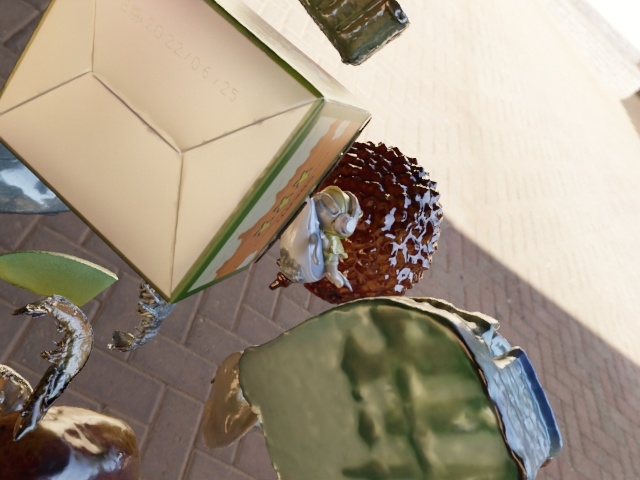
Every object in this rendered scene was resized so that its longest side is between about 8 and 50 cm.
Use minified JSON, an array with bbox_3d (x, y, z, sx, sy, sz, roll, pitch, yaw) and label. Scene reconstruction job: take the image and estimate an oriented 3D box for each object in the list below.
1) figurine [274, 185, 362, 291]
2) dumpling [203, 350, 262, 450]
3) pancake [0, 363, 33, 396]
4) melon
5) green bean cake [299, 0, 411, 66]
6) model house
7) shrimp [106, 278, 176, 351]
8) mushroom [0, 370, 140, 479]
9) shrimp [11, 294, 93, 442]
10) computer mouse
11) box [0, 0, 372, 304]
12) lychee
[{"bbox_3d":[0.000,0.000,1.024,0.128,0.209,0.184,25,61,38],"label":"figurine"},{"bbox_3d":[-0.148,0.344,1.254,0.163,0.293,0.205,20,52,-38],"label":"dumpling"},{"bbox_3d":[-0.630,0.304,1.155,0.152,0.025,0.152,47,10,-11],"label":"pancake"},{"bbox_3d":[-0.546,0.070,1.161,0.261,0.114,0.053,16,19,-33],"label":"melon"},{"bbox_3d":[0.023,-0.309,0.734,0.173,0.094,0.181,53,11,-9],"label":"green bean cake"},{"bbox_3d":[0.134,0.195,0.704,0.329,0.294,0.252,7,56,-52],"label":"model house"},{"bbox_3d":[-0.520,0.188,1.791,0.165,0.411,0.221,21,23,-8],"label":"shrimp"},{"bbox_3d":[-0.468,0.399,0.972,0.259,0.346,0.345,28,22,35],"label":"mushroom"},{"bbox_3d":[-0.387,0.162,0.801,0.195,0.035,0.148,-69,154,-45],"label":"shrimp"},{"bbox_3d":[-0.520,-0.136,0.963,0.373,0.114,0.204,-8,86,-46],"label":"computer mouse"},{"bbox_3d":[-0.098,-0.092,0.443,0.195,0.178,0.148,42,17,8],"label":"box"},{"bbox_3d":[0.079,-0.023,1.481,0.500,0.424,0.425,-40,86,-12],"label":"lychee"}]
